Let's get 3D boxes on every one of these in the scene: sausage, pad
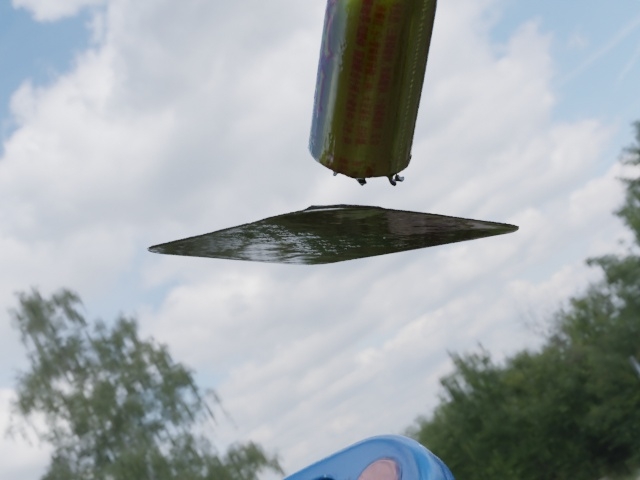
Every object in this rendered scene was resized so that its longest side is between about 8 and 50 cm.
[{"bbox_3d":[0.058,-0.211,1.015,0.117,0.125,0.317,-7,-51,-17],"label":"sausage"},{"bbox_3d":[0.000,0.000,0.737,0.181,0.004,0.267,5,-10,-35],"label":"pad"}]

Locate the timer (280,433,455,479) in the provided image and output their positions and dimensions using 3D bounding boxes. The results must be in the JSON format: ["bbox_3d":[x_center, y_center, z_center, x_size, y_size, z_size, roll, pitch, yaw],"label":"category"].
[{"bbox_3d":[0.019,0.383,1.042,0.309,0.115,0.340,-32,32,29],"label":"timer"}]
